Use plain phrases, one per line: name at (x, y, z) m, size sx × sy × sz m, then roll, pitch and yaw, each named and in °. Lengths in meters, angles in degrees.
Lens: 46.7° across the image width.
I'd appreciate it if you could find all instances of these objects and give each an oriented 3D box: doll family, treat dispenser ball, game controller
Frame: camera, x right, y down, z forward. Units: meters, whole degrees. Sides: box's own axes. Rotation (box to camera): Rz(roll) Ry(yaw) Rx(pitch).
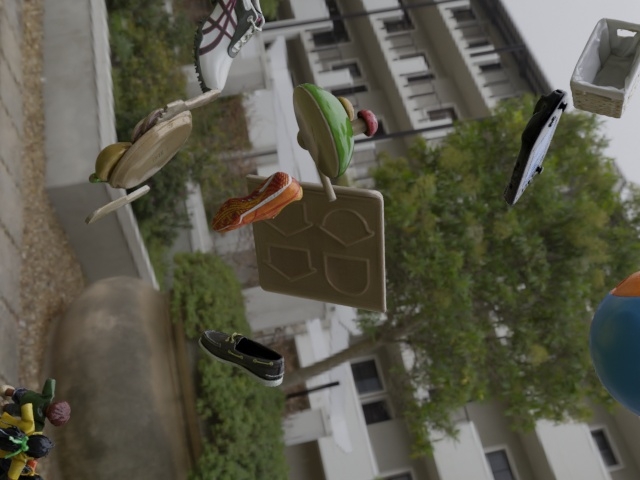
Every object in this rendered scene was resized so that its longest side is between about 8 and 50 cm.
doll family at (-0.325, 0.242, 0.781) m, size 0.076 × 0.112 × 0.192 m, roll 20°, pitch 77°, yaw -64°
treat dispenser ball at (0.633, 0.187, 1.324) m, size 0.288 × 0.288 × 0.288 m, roll 169°, pitch -90°, yaw -83°
game controller at (0.481, -0.201, 1.672) m, size 0.166 × 0.067 × 0.319 m, roll -62°, pitch 164°, yaw -21°

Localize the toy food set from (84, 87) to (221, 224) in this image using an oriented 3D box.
toy food set at (-0.199, -0.107, 0.836) m, size 0.038 × 0.192 × 0.132 m, roll 45°, pitch 31°, yaw 1°

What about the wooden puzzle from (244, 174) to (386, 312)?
wooden puzzle at (0.000, 0.000, 1.706) m, size 0.080 × 0.322 × 0.347 m, roll -57°, pitch 148°, yaw -47°

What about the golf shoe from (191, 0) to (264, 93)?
golf shoe at (-0.179, -0.418, 1.470) m, size 0.105 × 0.120 × 0.272 m, roll -22°, pitch 123°, yaw -77°

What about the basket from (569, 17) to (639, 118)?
basket at (0.579, -0.339, 1.474) m, size 0.167 × 0.113 × 0.103 m, roll -62°, pitch 152°, yaw -13°

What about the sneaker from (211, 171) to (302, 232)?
sneaker at (-0.109, -0.051, 1.259) m, size 0.067 × 0.175 × 0.064 m, roll 43°, pitch 31°, yaw -45°

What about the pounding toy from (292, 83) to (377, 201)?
pounding toy at (0.034, -0.207, 1.400) m, size 0.182 × 0.110 × 0.237 m, roll 62°, pitch -13°, yaw 19°

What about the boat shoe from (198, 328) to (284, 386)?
boat shoe at (-0.176, 0.246, 1.666) m, size 0.081 × 0.228 × 0.068 m, roll -25°, pitch 132°, yaw -55°
